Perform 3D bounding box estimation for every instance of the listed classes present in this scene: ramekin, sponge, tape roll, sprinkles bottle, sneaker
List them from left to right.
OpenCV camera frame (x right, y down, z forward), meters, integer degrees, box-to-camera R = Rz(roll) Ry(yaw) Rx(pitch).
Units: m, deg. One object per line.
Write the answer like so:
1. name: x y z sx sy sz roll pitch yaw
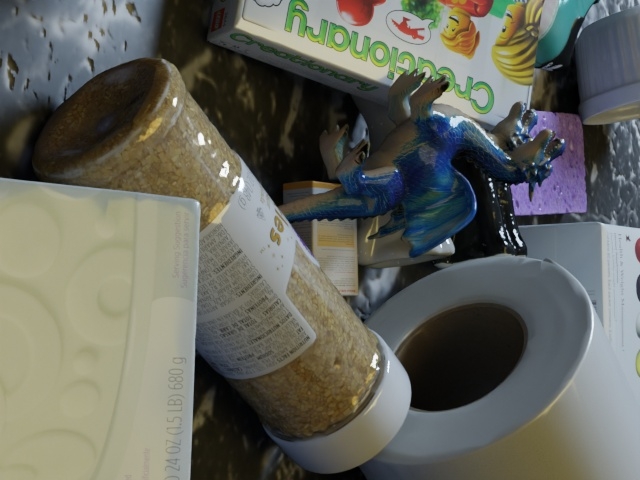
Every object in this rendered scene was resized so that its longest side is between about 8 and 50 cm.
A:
1. sprinkles bottle: -0.062 0.031 0.915 0.355 0.121 0.121 53 50 -35
2. tape roll: 0.149 0.155 1.075 0.246 0.246 0.169 -56 129 -37
3. sponge: 0.233 -0.085 1.362 0.210 0.031 0.117 -3 90 -51
4. sneaker: 0.263 -0.331 1.360 0.121 0.108 0.302 31 73 -47
5. ramekin: 0.399 -0.213 1.446 0.207 0.207 0.109 -6 84 -51

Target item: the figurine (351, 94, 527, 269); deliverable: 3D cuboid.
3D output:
1. figurine: 0.100 -0.081 1.163 0.215 0.092 0.209 3 77 -51

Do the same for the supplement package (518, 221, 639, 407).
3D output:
1. supplement package: 0.288 0.084 1.326 0.203 0.149 0.194 4 85 -50

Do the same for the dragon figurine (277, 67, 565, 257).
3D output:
1. dragon figurine: 0.072 -0.041 1.006 0.289 0.085 0.144 -40 115 -12

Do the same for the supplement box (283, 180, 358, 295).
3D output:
1. supplement box: 0.000 0.000 1.061 0.062 0.036 0.098 4 84 -50

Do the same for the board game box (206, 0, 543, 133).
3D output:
1. board game box: 0.061 -0.217 1.059 0.305 0.053 0.193 16 77 -30

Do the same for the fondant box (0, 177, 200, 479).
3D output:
1. fondant box: -0.231 0.084 0.657 0.330 0.096 0.238 5 84 -34
